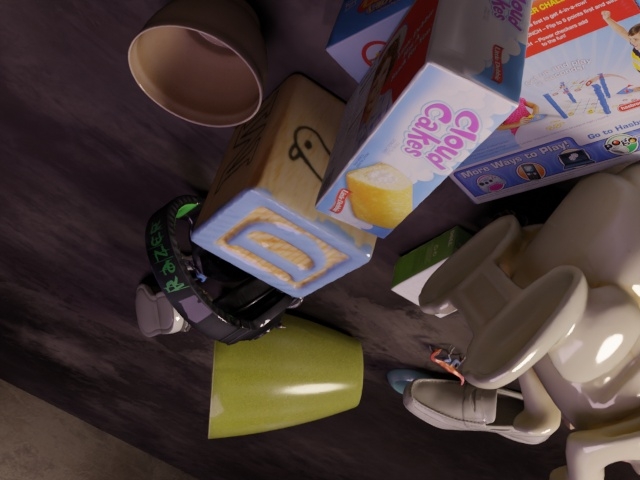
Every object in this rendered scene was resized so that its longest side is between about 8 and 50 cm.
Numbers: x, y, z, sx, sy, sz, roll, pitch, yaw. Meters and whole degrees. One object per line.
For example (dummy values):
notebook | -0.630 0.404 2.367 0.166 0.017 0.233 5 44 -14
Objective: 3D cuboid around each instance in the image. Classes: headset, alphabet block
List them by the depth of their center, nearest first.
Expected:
alphabet block | -0.032 -0.067 1.065 0.192 0.197 0.193 31 147 -22
headset | -0.153 0.071 1.308 0.185 0.243 0.394 -33 153 22

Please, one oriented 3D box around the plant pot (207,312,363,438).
plant pot | -0.070 0.262 1.583 0.294 0.274 0.274 4 150 -8

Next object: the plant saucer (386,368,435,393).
plant saucer | 0.201 0.317 1.730 0.120 0.021 0.119 13 149 8

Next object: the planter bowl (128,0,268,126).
planter bowl | -0.132 -0.229 0.939 0.162 0.109 0.162 13 149 8

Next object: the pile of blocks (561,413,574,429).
pile of blocks | 0.393 0.164 1.337 0.362 0.149 0.112 51 180 -30

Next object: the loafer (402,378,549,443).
loafer | 0.331 0.338 1.625 0.320 0.112 0.111 11 144 -5

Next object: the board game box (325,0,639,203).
board game box | 0.219 -0.189 0.851 0.308 0.086 0.302 -15 136 42

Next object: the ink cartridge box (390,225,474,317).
ink cartridge box | 0.219 0.043 1.240 0.109 0.062 0.209 31 143 -20

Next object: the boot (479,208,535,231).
boot | 0.335 0.020 1.078 0.229 0.091 0.263 28 131 -18

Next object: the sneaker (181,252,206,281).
sneaker | -0.268 0.055 1.511 0.135 0.058 0.052 -1 144 29

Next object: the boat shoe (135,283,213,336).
boat shoe | -0.301 0.137 1.589 0.091 0.109 0.305 -7 -179 -28

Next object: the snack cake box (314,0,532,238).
snack cake box | 0.094 -0.132 0.772 0.089 0.152 0.264 23 149 -10

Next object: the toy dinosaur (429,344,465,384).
toy dinosaur | 0.248 0.237 1.539 0.082 0.090 0.047 3 148 -44

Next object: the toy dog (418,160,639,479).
toy dog | 0.382 0.130 0.971 0.408 0.395 0.284 44 179 -18
